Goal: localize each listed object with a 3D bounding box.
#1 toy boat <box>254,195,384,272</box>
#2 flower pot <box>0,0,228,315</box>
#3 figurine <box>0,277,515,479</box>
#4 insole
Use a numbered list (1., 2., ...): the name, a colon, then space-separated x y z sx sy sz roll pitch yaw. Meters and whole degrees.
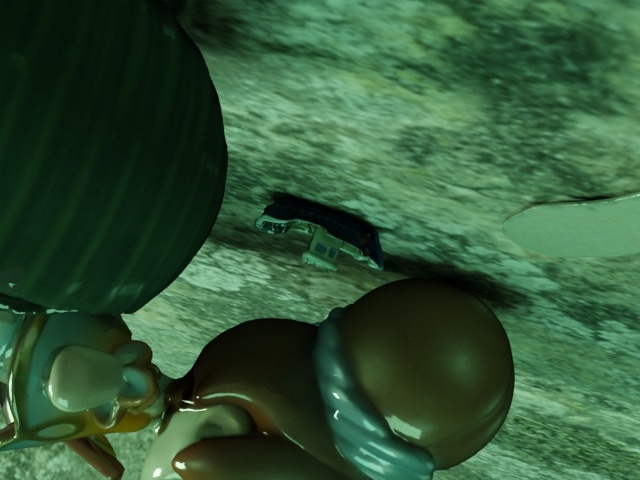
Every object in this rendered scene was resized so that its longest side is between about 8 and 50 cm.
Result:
1. toy boat: 0.000 0.000 0.908 0.083 0.038 0.038 18 166 0
2. flower pot: -0.153 -0.056 0.638 0.243 0.157 0.189 27 161 -30
3. figurine: -0.092 0.089 1.021 0.388 0.248 0.276 28 167 -4
4. insole: 0.152 -0.009 0.758 0.065 0.004 0.197 23 165 -20
